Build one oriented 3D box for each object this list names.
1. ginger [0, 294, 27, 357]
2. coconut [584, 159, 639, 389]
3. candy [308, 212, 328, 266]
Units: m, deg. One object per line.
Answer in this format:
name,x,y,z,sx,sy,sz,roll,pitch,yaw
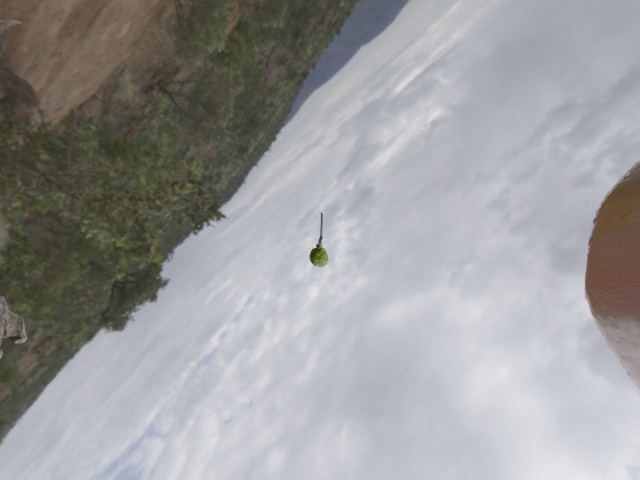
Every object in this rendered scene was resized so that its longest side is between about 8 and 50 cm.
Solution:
ginger,-0.360,0.155,0.359,0.084,0.122,0.290,-19,-140,7
coconut,0.403,0.030,0.349,0.297,0.297,0.309,-48,180,-12
candy,0.000,0.000,0.722,0.035,0.035,0.123,-101,-167,-47
